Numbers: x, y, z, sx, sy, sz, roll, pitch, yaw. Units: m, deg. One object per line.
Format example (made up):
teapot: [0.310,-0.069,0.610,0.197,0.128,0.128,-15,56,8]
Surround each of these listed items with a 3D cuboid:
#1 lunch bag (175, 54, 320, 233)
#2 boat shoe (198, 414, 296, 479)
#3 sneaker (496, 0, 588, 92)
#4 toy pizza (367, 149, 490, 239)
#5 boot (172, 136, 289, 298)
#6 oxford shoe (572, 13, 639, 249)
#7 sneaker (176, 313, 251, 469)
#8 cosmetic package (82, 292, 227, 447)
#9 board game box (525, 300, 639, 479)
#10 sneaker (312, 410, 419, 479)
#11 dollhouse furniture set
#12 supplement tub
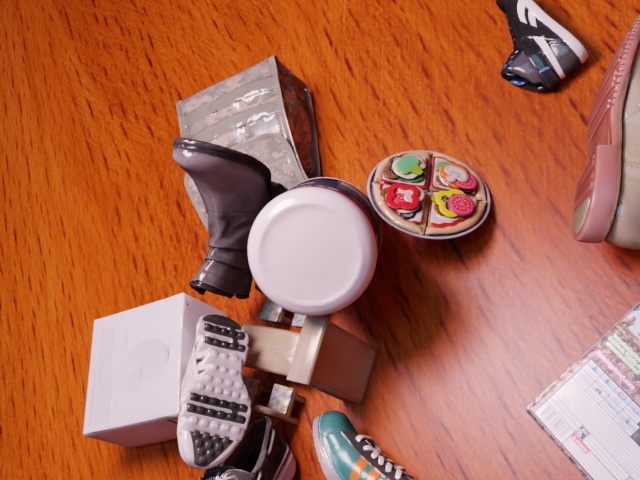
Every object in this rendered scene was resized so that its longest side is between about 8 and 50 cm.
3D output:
lunch bag: [-0.132,-0.165,1.600,0.235,0.169,0.287,-21,65,22]
boat shoe: [-0.141,0.386,1.243,0.121,0.119,0.335,-18,16,23]
sneaker: [0.333,-0.333,1.409,0.121,0.079,0.217,-42,52,9]
toy pizza: [0.176,-0.083,1.353,0.201,0.032,0.201,3,49,-3]
boot: [-0.156,-0.020,1.348,0.118,0.338,0.222,17,82,26]
oxford shoe: [0.472,-0.157,1.222,0.147,0.140,0.396,15,70,7]
sneaker: [-0.175,0.251,1.323,0.118,0.110,0.292,-59,17,31]
cosmetic package: [-0.297,0.242,1.528,0.225,0.138,0.224,-16,60,27]
board game box: [0.449,0.206,1.023,0.291,0.141,0.232,-45,50,8]
sneaker: [0.099,0.363,1.221,0.121,0.108,0.302,-39,59,12]
dollhouse furniture set: [-0.057,0.181,1.375,0.242,0.161,0.212,6,72,37]
supplement tub: [0.000,0.000,1.325,0.191,0.272,0.191,1,99,6]
